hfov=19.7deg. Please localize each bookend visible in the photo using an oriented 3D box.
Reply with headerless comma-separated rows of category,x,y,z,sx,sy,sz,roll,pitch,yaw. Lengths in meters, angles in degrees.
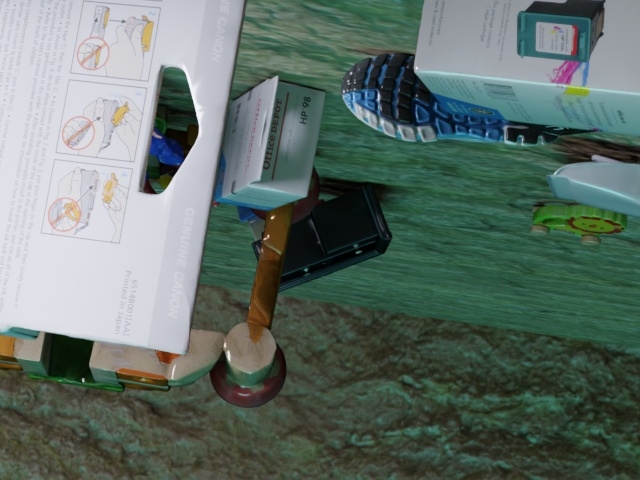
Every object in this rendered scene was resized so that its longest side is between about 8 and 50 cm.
bookend,0.000,0.000,2.248,0.156,0.072,0.157,-20,174,-5

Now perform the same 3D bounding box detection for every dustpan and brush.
dustpan and brush,0.332,-0.053,1.781,0.211,0.060,0.147,15,175,12

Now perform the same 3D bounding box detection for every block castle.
block castle,-0.239,0.005,1.986,0.453,0.303,0.213,10,166,-2

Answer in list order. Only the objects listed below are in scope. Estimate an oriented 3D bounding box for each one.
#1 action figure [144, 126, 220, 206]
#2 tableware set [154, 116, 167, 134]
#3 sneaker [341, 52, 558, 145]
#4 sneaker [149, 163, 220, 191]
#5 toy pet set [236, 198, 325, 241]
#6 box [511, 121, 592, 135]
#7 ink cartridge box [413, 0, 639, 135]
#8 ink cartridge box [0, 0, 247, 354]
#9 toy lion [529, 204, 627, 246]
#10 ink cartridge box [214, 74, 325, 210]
action figure,-0.175,-0.078,1.739,0.091,0.139,0.280,-33,140,5
tableware set,-0.218,-0.124,1.828,0.104,0.024,0.154,-33,144,4
sneaker,0.110,-0.110,1.549,0.191,0.071,0.083,10,178,-2
sneaker,-0.123,-0.064,2.130,0.186,0.083,0.069,10,173,-1
toy pet set,-0.043,-0.044,2.367,0.114,0.065,0.122,-27,169,7
box,0.179,-0.118,1.452,0.083,0.052,0.062,13,172,-31
ink cartridge box,0.193,-0.125,1.274,0.231,0.078,0.134,8,173,15
ink cartridge box,-0.182,-0.080,1.254,0.261,0.296,0.066,8,173,12
toy lion,0.298,-0.023,2.114,0.100,0.034,0.096,11,166,-4
ink cartridge box,-0.045,-0.090,1.748,0.060,0.104,0.180,12,173,-15
